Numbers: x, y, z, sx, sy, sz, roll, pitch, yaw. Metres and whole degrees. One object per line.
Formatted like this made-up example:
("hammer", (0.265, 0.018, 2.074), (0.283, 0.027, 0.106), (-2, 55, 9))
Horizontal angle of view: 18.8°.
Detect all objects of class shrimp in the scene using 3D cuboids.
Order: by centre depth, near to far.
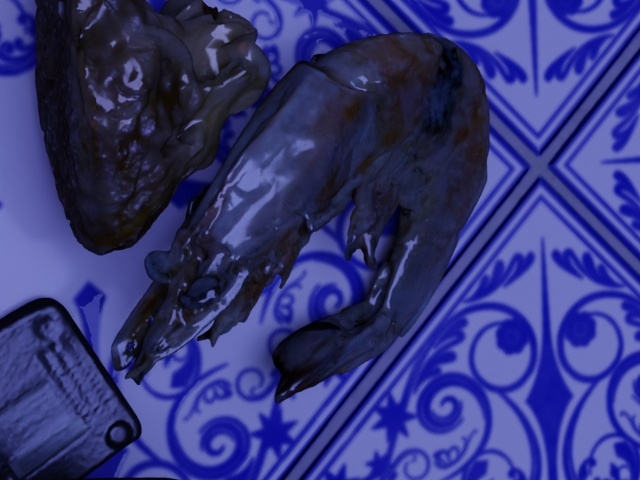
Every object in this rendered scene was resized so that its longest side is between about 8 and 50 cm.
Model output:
("shrimp", (0.000, 0.000, 1.316), (0.360, 0.085, 0.247), (-39, 131, -31))

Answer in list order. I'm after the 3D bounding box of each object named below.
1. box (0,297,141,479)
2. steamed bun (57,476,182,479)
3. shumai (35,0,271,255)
("box", (-0.199, 0.117, 1.303), (0.126, 0.027, 0.125), (-36, 105, -17))
("steamed bun", (-0.176, 0.323, 1.203), (0.235, 0.248, 0.379), (-3, 105, -25))
("shumai", (-0.109, -0.102, 1.256), (0.153, 0.161, 0.209), (-10, 96, -25))
